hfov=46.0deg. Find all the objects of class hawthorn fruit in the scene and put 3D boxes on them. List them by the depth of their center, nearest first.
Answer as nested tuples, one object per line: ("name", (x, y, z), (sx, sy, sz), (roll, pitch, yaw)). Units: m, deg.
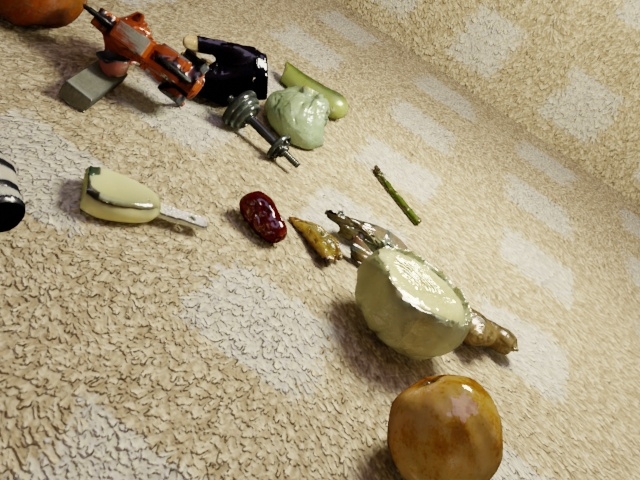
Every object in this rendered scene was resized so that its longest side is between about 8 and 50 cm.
("hawthorn fruit", (-0.661, -0.656, 1.762), (0.277, 0.298, 0.277), (38, 23, -19))

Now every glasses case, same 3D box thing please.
("glasses case", (-0.514, -0.357, 1.713), (0.071, 0.047, 0.205), (37, 28, -11))

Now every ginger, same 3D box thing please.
("ginger", (0.307, 0.164, 1.708), (0.334, 0.081, 0.148), (37, 26, 7))

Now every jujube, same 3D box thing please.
("jujube", (-0.119, -0.050, 1.619), (0.129, 0.077, 0.077), (50, 33, 17))

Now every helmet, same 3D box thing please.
("helmet", (-0.474, -0.397, 1.720), (0.084, 0.049, 0.065), (27, 33, 28))

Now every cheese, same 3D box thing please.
("cheese", (-0.335, -0.067, 1.453), (0.251, 0.054, 0.127), (19, 32, -26))

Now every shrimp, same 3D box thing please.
("shrimp", (0.114, 0.017, 1.768), (0.254, 0.059, 0.145), (23, 41, -28))

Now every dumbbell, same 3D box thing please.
("dumbbell", (-0.145, -0.276, 1.909), (0.254, 0.110, 0.110), (45, 31, 7))

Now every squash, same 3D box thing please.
("squash", (-0.022, -0.455, 2.314), (0.250, 0.083, 0.083), (35, 29, 9))

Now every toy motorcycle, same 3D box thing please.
("toy motorcycle", (-0.412, -0.444, 1.798), (0.326, 0.148, 0.221), (36, 1, 6))

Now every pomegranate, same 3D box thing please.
("pomegranate", (0.208, 0.321, 1.253), (0.207, 0.207, 0.207), (24, 31, -16))

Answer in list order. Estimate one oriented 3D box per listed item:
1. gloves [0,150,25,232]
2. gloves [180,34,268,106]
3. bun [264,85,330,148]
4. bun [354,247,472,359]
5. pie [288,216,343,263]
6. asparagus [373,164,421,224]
("gloves", (-0.569, -0.114, 1.225), (0.140, 0.131, 0.218), (-8, 58, -53))
("gloves", (-0.277, -0.444, 1.947), (0.301, 0.197, 0.152), (16, 57, 3))
("bun", (-0.048, -0.351, 2.083), (0.204, 0.126, 0.212), (5, 41, -37))
("bun", (0.184, 0.141, 1.551), (0.259, 0.152, 0.259), (30, 22, -14))
("pie", (0.000, 0.000, 1.703), (0.092, 0.034, 0.170), (5, 34, -38))
("asparagus", (0.209, -0.131, 2.109), (0.248, 0.024, 0.025), (56, -6, 34))
